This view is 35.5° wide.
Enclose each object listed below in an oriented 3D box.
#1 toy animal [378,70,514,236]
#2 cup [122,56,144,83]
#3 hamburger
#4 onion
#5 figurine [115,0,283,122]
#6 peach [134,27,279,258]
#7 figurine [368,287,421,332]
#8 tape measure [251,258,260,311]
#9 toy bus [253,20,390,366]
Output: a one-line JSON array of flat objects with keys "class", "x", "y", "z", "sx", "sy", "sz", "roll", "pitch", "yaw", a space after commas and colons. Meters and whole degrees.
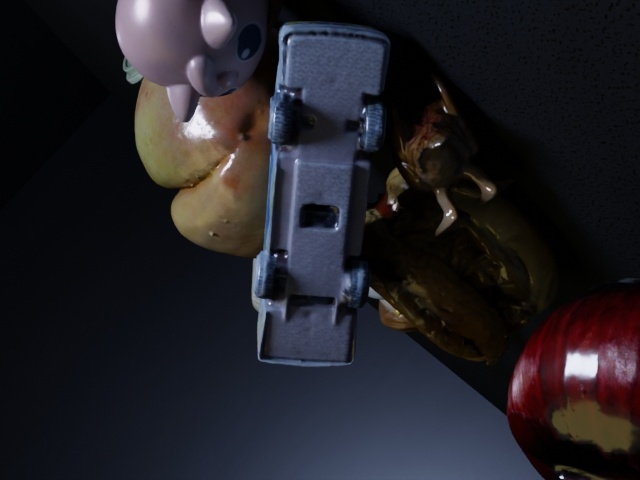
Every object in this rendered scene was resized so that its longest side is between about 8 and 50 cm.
[{"class": "toy animal", "x": 0.094, "y": -0.103, "z": 0.918, "sx": 0.179, "sy": 0.089, "sz": 0.188, "roll": 56, "pitch": -178, "yaw": 11}, {"class": "cup", "x": -0.247, "y": -0.288, "z": 1.667, "sx": 0.141, "sy": 0.120, "sz": 0.120, "roll": 32, "pitch": 180, "yaw": -30}, {"class": "hamburger", "x": 0.140, "y": 0.019, "z": 1.098, "sx": 0.244, "sy": 0.163, "sz": 0.244, "roll": 39, "pitch": -179, "yaw": -1}, {"class": "onion", "x": 0.271, "y": 0.169, "z": 0.809, "sx": 0.273, "sy": 0.285, "sz": 0.273, "roll": 24, "pitch": 155, "yaw": 12}, {"class": "figurine", "x": -0.123, "y": -0.264, "z": 0.981, "sx": 0.287, "sy": 0.186, "sz": 0.176, "roll": 62, "pitch": 146, "yaw": 34}, {"class": "peach", "x": -0.081, "y": -0.118, "z": 1.162, "sx": 0.292, "sy": 0.247, "sz": 0.292, "roll": 58, "pitch": 168, "yaw": 21}, {"class": "figurine", "x": 0.130, "y": 0.054, "z": 1.510, "sx": 0.189, "sy": 0.142, "sz": 0.263, "roll": 9, "pitch": 156, "yaw": 33}, {"class": "tape measure", "x": 0.000, "y": 0.000, "z": 1.700, "sx": 0.133, "sy": 0.231, "sz": 0.271, "roll": 25, "pitch": 128, "yaw": 33}, {"class": "toy bus", "x": -0.003, "y": -0.048, "z": 0.952, "sx": 0.108, "sy": 0.330, "sz": 0.136, "roll": 4, "pitch": -157, "yaw": -4}]
